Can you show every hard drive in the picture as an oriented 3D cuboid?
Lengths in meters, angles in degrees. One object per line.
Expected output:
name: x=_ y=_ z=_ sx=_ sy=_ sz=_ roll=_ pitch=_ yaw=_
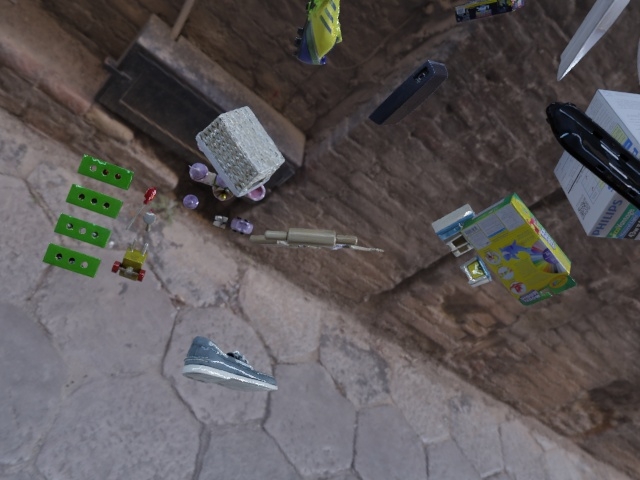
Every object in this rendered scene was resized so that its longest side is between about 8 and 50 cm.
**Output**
hard drive: x=0.284 y=-0.460 z=1.697 sx=0.054 sy=0.255 sz=0.172 roll=55 pitch=32 yaw=9

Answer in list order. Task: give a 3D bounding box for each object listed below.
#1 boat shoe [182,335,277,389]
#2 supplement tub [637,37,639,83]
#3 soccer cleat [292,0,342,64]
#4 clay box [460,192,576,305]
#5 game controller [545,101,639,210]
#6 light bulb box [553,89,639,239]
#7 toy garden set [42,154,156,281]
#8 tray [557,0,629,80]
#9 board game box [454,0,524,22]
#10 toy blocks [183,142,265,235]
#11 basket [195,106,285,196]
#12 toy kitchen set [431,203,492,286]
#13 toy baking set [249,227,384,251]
boat shoe: x=-0.216 y=0.324 z=1.368 sx=0.319 sy=0.116 sz=0.098 roll=33 pitch=49 yaw=-48
supplement tub: x=0.869 y=-0.400 z=1.103 sx=0.235 sy=0.325 sz=0.235 roll=-7 pitch=90 yaw=-78
soccer cleat: x=0.013 y=-0.589 z=1.440 sx=0.121 sy=0.289 sz=0.093 roll=12 pitch=62 yaw=-14
clay box: x=0.411 y=0.024 z=1.103 sx=0.222 sy=0.127 sz=0.053 roll=49 pitch=40 yaw=-8
game controller: x=0.597 y=-0.168 z=1.122 sx=0.319 sy=0.067 sz=0.166 roll=31 pitch=49 yaw=-17
light bulb box: x=1.007 y=-0.250 z=1.783 sx=0.226 sy=0.357 sz=0.360 roll=4 pitch=45 yaw=-5
toy garden set: x=-0.457 y=-0.036 z=1.173 sx=0.204 sy=0.049 sz=0.244 roll=20 pitch=83 yaw=-12
tray: x=0.476 y=-0.384 z=0.887 sx=0.030 sy=0.145 sz=0.270 roll=42 pitch=-6 yaw=12
board game box: x=0.513 y=-0.709 z=1.618 sx=0.141 sy=0.170 sz=0.048 roll=-39 pitch=123 yaw=-47
toy blocks: x=-0.336 y=-0.193 z=1.911 sx=0.289 sy=0.308 sz=0.260 roll=18 pitch=0 yaw=-15
basket: x=-0.174 y=-0.201 z=1.191 sx=0.167 sy=0.103 sz=0.113 roll=56 pitch=42 yaw=-3
toy kitchen set: x=0.446 y=0.022 z=1.586 sx=0.207 sy=0.122 sz=0.166 roll=35 pitch=29 yaw=-53
toy baking set: x=-0.001 y=0.000 z=1.016 sx=0.197 sy=0.257 sz=0.030 roll=74 pitch=19 yaw=-87
